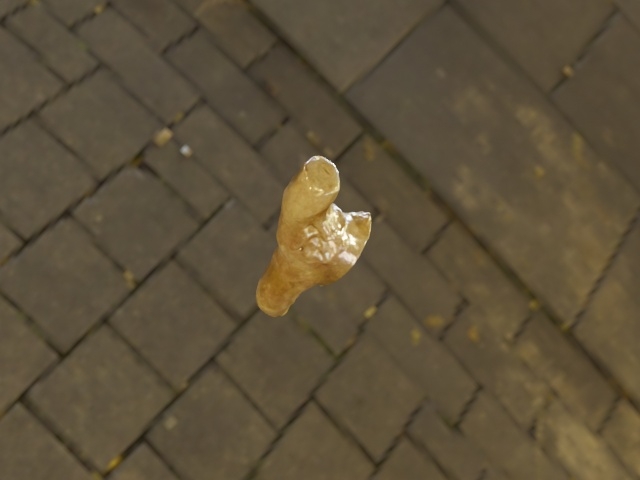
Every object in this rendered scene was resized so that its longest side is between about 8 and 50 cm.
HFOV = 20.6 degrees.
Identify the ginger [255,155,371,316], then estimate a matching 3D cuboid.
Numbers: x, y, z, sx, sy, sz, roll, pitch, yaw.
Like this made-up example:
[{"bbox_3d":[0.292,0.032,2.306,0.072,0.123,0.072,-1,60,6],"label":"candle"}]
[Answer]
[{"bbox_3d":[0.001,0.001,0.759,0.048,0.097,0.030,-25,60,-33],"label":"ginger"}]
